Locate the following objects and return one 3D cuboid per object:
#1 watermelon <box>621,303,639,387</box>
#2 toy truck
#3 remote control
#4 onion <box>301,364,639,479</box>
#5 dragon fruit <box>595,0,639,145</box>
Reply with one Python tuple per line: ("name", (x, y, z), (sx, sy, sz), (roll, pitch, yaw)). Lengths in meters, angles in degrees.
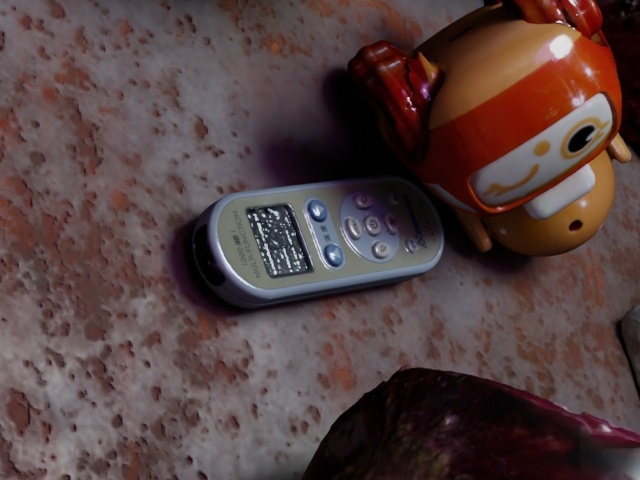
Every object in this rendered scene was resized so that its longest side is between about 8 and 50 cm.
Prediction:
("watermelon", (0.390, 0.100, 1.669), (0.228, 0.258, 0.387), (-57, 152, -58))
("toy truck", (0.158, -0.087, 1.528), (0.239, 0.189, 0.265), (57, 1, -9))
("remote control", (0.000, 0.000, 1.466), (0.244, 0.047, 0.087), (-8, 76, -44))
("onion", (0.118, 0.250, 1.258), (0.282, 0.337, 0.260), (39, 69, -43))
("dragon fruit", (0.344, -0.285, 1.799), (0.286, 0.228, 0.329), (43, 48, -13))
